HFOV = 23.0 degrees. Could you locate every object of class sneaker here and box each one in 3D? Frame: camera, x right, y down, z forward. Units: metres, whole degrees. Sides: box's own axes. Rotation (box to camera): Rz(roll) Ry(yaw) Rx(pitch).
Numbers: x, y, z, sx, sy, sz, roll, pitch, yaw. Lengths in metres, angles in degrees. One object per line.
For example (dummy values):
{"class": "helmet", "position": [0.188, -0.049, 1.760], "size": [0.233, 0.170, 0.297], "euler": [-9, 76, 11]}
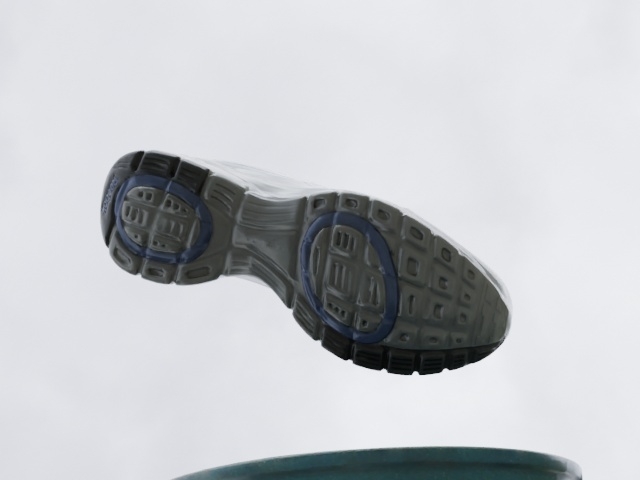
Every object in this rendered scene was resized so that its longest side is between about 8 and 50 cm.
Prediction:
{"class": "sneaker", "position": [0.000, 0.000, 1.058], "size": [0.297, 0.129, 0.111], "euler": [22, -73, 24]}

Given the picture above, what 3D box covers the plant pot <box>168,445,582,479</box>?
{"class": "plant pot", "position": [0.035, 0.273, 0.941], "size": [0.272, 0.271, 0.255], "euler": [2, -109, -17]}
